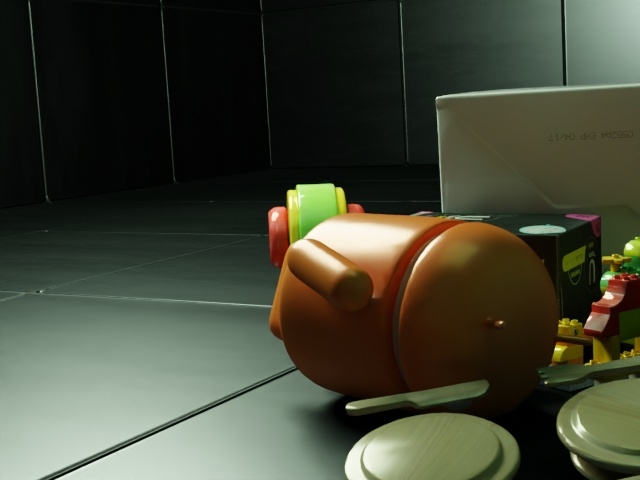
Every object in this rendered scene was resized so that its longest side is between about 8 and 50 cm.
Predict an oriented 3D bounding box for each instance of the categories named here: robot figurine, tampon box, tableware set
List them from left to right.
[{"bbox_3d":[0.058,0.047,0.680,0.219,0.158,0.128,5,40,48],"label":"robot figurine"},{"bbox_3d":[0.132,0.034,0.840,0.161,0.102,0.120,1,9,29],"label":"tampon box"},{"bbox_3d":[0.109,0.111,0.520,0.194,0.039,0.128,-9,19,0],"label":"tableware set"}]

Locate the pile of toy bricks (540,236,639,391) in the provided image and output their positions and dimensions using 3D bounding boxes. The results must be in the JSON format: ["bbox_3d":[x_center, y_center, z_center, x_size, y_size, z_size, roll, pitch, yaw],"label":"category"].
[{"bbox_3d":[0.237,0.039,0.740,0.212,0.105,0.118,-8,9,-33],"label":"pile of toy bricks"}]

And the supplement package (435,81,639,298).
[{"bbox_3d":[0.253,-0.038,0.944,0.261,0.204,0.145,0,9,23],"label":"supplement package"}]

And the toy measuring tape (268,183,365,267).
[{"bbox_3d":[0.000,0.000,1.122,0.121,0.122,0.330,-4,7,-3],"label":"toy measuring tape"}]
